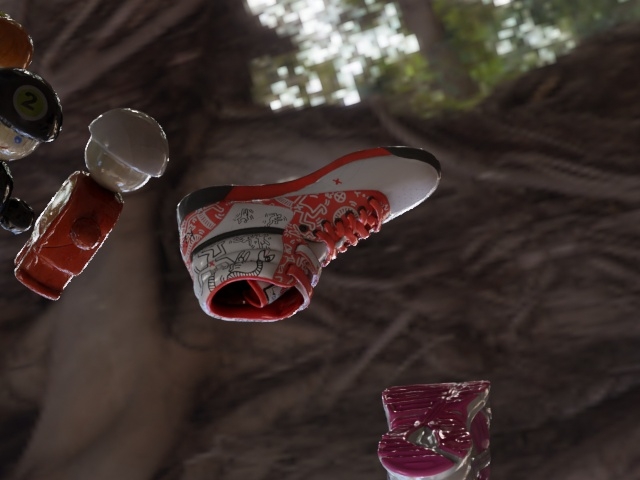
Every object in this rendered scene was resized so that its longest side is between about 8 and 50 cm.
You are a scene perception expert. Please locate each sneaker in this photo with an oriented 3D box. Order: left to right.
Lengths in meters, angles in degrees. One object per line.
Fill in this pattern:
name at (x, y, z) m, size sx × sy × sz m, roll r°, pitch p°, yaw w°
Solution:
sneaker at (-0.001, 0.001, 1.746) m, size 0.090 × 0.270 × 0.145 m, roll 82°, pitch 175°, yaw -48°
sneaker at (0.105, 0.202, 1.628) m, size 0.252 × 0.103 × 0.111 m, roll -55°, pitch -41°, yaw -69°

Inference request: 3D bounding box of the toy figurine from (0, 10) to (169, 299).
toy figurine at (-0.231, -0.076, 1.196) m, size 0.209 × 0.148 × 0.213 m, roll 42°, pitch -166°, yaw 26°
